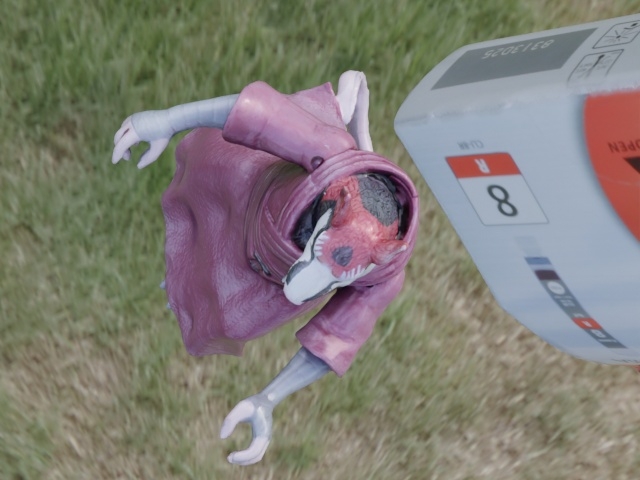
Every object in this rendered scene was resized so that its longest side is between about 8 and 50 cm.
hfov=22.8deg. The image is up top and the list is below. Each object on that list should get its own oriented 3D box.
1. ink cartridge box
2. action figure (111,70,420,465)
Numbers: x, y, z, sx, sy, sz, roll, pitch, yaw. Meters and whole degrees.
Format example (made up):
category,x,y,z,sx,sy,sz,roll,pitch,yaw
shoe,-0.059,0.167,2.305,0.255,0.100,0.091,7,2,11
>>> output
category,x,y,z,sx,sy,sz,roll,pitch,yaw
ink cartridge box,0.116,0.024,0.404,0.045,0.145,0.179,-44,116,-34
action figure,0.000,0.000,1.162,0.276,0.370,0.248,-17,97,-21
